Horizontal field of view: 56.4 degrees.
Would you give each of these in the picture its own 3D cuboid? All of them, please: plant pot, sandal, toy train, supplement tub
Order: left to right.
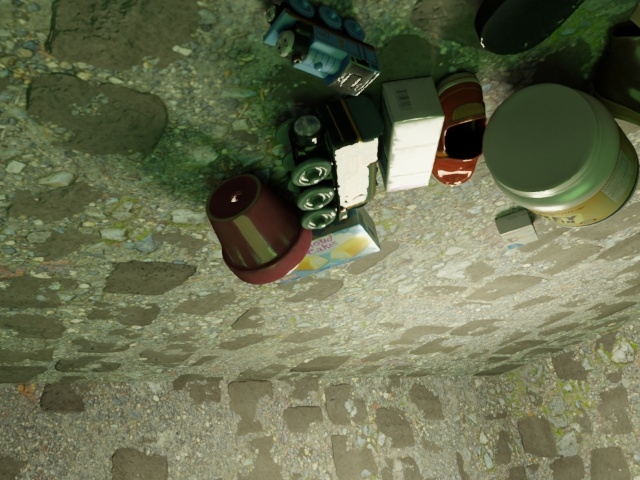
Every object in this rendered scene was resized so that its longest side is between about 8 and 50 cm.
[{"bbox_3d":[-0.143,-0.036,1.266,0.201,0.201,0.180,-18,137,16],"label":"plant pot"},{"bbox_3d":[0.003,-0.289,0.887,0.184,0.105,0.080,11,147,-36],"label":"toy train"},{"bbox_3d":[0.028,-0.142,1.168,0.190,0.142,0.334,-18,154,-4],"label":"toy train"},{"bbox_3d":[0.459,-0.155,1.138,0.228,0.228,0.316,-27,157,31],"label":"supplement tub"},{"bbox_3d":[0.370,-0.378,0.743,0.168,0.107,0.445,-2,154,-23],"label":"sandal"}]

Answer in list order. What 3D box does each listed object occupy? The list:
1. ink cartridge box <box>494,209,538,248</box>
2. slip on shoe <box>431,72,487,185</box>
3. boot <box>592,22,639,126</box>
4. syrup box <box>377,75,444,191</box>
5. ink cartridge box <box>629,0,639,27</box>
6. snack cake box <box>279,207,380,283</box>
[{"bbox_3d":[0.544,-0.030,1.653,0.089,0.052,0.122,-21,150,21],"label":"ink cartridge box"},{"bbox_3d":[0.273,-0.190,1.187,0.123,0.101,0.331,-13,155,2],"label":"slip on shoe"},{"bbox_3d":[0.622,-0.282,1.059,0.249,0.090,0.207,14,156,19],"label":"boot"},{"bbox_3d":[0.165,-0.195,1.144,0.096,0.093,0.237,-9,154,-3],"label":"syrup box"},{"bbox_3d":[0.562,-0.400,0.802,0.193,0.088,0.234,-32,160,-20],"label":"ink cartridge box"},{"bbox_3d":[-0.010,0.000,1.404,0.264,0.089,0.152,-20,149,17],"label":"snack cake box"}]
